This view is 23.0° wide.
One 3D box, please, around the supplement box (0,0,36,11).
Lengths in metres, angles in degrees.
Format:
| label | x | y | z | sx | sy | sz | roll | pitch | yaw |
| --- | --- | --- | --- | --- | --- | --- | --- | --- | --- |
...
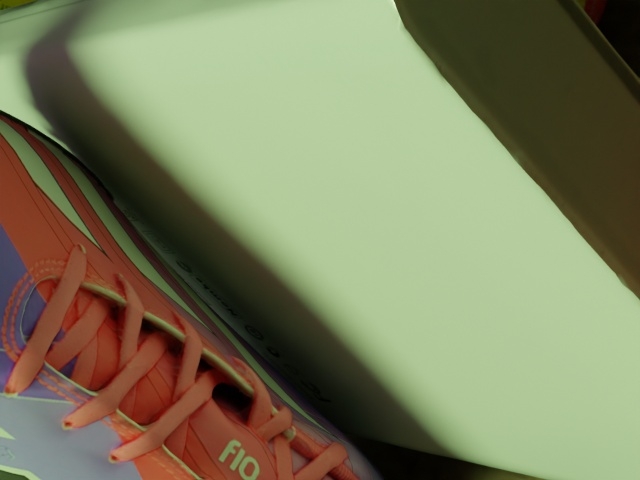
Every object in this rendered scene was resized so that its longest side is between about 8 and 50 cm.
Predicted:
| label | x | y | z | sx | sy | sz | roll | pitch | yaw |
| --- | --- | --- | --- | --- | --- | --- | --- | --- | --- |
| supplement box | -0.248 | 0.026 | 0.721 | 0.195 | 0.194 | 0.356 | -51 | 24 | 45 |

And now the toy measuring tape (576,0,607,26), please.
| label | x | y | z | sx | sy | sz | roll | pitch | yaw |
| --- | --- | --- | --- | --- | --- | --- | --- | --- | --- |
| toy measuring tape | 0.010 | -0.050 | 0.528 | 0.121 | 0.121 | 0.330 | 68 | 151 | 27 |

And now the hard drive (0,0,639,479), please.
| label | x | y | z | sx | sy | sz | roll | pitch | yaw |
| --- | --- | --- | --- | --- | --- | --- | --- | --- | --- |
| hard drive | 0.000 | 0.000 | 0.483 | 0.307 | 0.203 | 0.040 | 1 | 51 | 57 |

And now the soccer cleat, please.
| label | x | y | z | sx | sy | sz | roll | pitch | yaw |
| --- | --- | --- | --- | --- | --- | --- | --- | --- | --- |
| soccer cleat | -0.049 | 0.060 | 0.487 | 0.116 | 0.318 | 0.108 | 20 | 70 | 39 |
